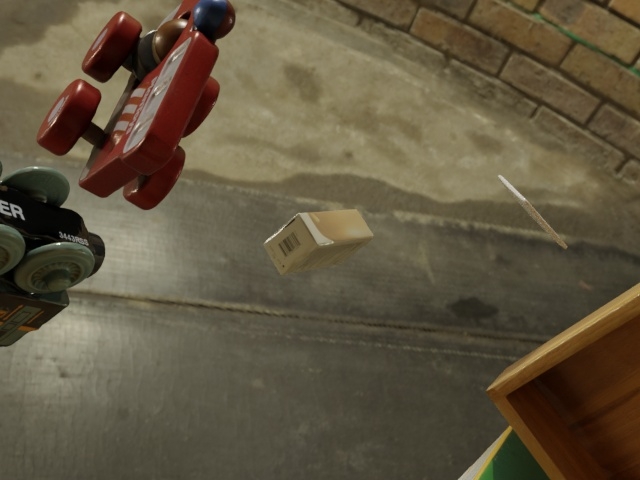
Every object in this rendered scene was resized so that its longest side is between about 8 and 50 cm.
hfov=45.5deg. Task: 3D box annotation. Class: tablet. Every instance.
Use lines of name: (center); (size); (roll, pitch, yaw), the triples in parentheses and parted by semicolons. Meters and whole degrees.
tablet: (0.201, -0.027, 0.723); (0.083, 0.006, 0.054); (39, 14, -35)

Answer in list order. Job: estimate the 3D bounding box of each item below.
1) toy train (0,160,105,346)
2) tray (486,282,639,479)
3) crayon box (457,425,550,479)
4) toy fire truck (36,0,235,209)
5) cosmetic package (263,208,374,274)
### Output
toy train: (-0.359, 0.005, 0.699); (0.334, 0.190, 0.142); (25, 33, -59)
tray: (0.342, 0.086, 0.554); (0.203, 0.411, 0.076); (54, 36, 10)
crayon box: (0.107, 0.344, 0.743); (0.083, 0.203, 0.323); (40, 39, 15)
toy fire truck: (-0.200, -0.191, 0.961); (0.169, 0.254, 0.302); (36, 59, -28)
cosmetic package: (0.000, 0.000, 0.813); (0.115, 0.060, 0.041); (-7, 62, -58)
